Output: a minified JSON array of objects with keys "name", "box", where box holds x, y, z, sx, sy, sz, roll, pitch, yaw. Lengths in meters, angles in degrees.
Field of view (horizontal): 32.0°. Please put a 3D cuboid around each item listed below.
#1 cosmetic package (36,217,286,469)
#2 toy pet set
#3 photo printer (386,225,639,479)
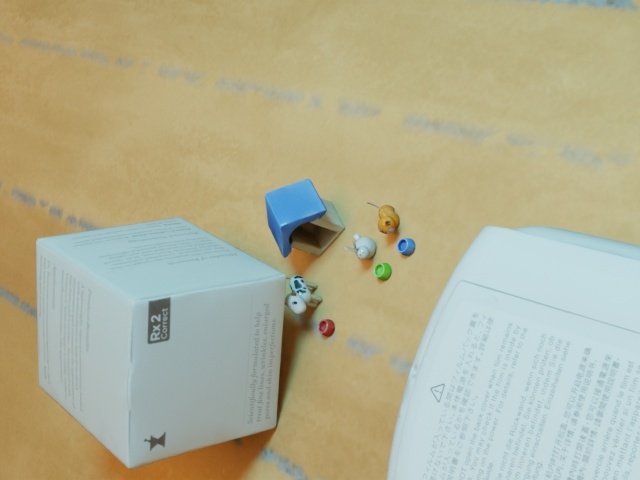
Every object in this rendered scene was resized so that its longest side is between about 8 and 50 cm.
[{"name":"cosmetic package","box":[-0.145,0.081,0.987,0.183,0.151,0.151,26,119,47]},{"name":"toy pet set","box":[0.000,0.000,0.954,0.122,0.065,0.114,-48,47,24]},{"name":"photo printer","box":[0.174,0.128,0.690,0.307,0.107,0.256,16,88,49]}]
